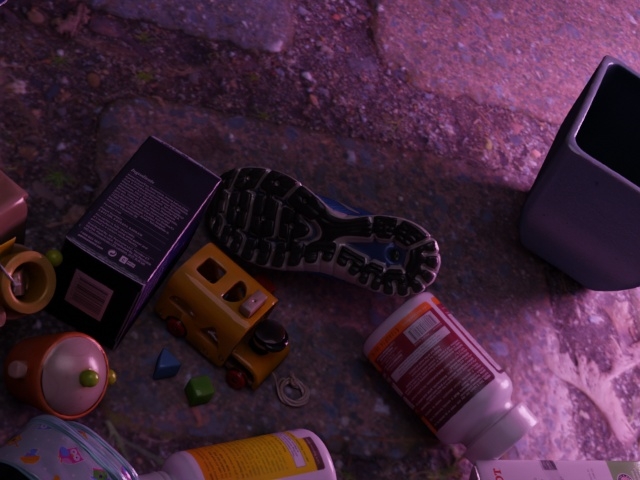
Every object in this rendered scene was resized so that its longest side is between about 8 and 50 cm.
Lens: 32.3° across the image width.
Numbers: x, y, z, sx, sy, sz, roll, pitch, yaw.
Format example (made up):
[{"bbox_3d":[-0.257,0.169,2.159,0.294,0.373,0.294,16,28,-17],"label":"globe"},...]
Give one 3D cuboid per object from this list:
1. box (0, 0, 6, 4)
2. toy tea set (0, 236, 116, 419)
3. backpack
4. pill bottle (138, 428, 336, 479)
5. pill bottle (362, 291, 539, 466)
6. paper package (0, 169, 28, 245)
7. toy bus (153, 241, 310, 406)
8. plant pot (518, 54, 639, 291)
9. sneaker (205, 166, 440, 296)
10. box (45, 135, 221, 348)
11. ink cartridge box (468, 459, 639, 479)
[{"bbox_3d":[-0.564,-0.359,1.527,0.225,0.036,0.136,36,48,4],"label":"box"},{"bbox_3d":[-0.356,0.145,1.132,0.336,0.124,0.200,-39,118,-40],"label":"toy tea set"},{"bbox_3d":[-0.263,0.264,1.096,0.166,0.188,0.144,41,48,9],"label":"backpack"},{"bbox_3d":[-0.098,0.281,1.214,0.215,0.117,0.117,-5,58,-30],"label":"pill bottle"},{"bbox_3d":[0.167,0.182,1.417,0.121,0.121,0.221,-30,72,-39],"label":"pill bottle"},{"bbox_3d":[-0.543,-0.022,1.193,0.309,0.168,0.325,40,49,9],"label":"paper package"},{"bbox_3d":[-0.102,0.097,1.361,0.202,0.104,0.191,4,54,-23],"label":"toy bus"},{"bbox_3d":[0.435,-0.071,1.655,0.248,0.252,0.247,33,48,0],"label":"plant pot"},{"bbox_3d":[0.000,0.000,1.486,0.330,0.147,0.129,21,85,10],"label":"sneaker"},{"bbox_3d":[-0.228,0.001,1.340,0.108,0.153,0.207,32,48,-1],"label":"box"},{"bbox_3d":[0.293,0.350,1.322,0.219,0.092,0.160,2,39,-8],"label":"ink cartridge box"}]
